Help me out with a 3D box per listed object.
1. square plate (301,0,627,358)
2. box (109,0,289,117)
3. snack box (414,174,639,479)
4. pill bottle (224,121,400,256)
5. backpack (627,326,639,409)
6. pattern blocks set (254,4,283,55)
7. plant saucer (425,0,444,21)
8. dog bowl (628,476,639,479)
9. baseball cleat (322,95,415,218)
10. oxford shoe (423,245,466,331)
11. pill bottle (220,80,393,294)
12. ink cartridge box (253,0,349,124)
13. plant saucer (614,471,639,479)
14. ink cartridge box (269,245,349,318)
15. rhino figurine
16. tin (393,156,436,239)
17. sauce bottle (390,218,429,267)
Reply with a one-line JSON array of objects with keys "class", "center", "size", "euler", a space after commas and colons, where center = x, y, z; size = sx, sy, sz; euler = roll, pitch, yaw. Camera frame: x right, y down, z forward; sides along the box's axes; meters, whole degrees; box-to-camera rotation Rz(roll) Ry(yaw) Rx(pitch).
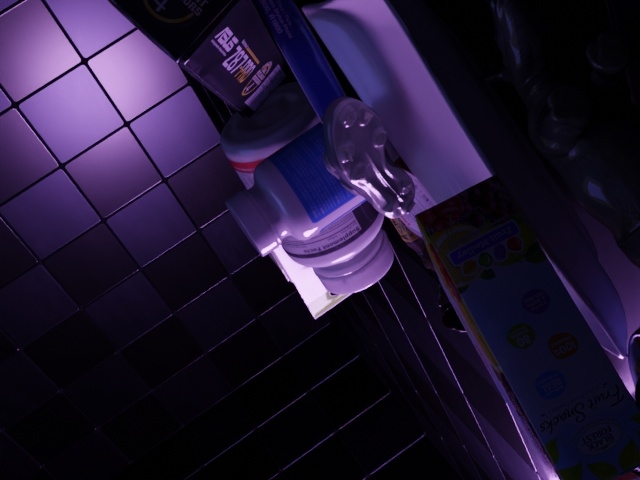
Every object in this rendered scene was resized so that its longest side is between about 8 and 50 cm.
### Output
[{"class": "square plate", "center": [0.119, -0.085, 0.764], "size": [0.344, 0.049, 0.347], "euler": [53, 180, -15]}, {"class": "box", "center": [-0.190, -0.286, 0.907], "size": [0.318, 0.097, 0.395], "euler": [42, -176, 3]}, {"class": "snack box", "center": [0.152, 0.079, 0.620], "size": [0.207, 0.070, 0.174], "euler": [65, -175, 20]}, {"class": "pill bottle", "center": [-0.012, -0.077, 1.144], "size": [0.124, 0.221, 0.124], "euler": [54, 173, 11]}, {"class": "backpack", "center": [0.267, 0.108, 0.563], "size": [0.173, 0.117, 0.158], "euler": [51, 172, 51]}, {"class": "pattern blocks set", "center": [-0.156, -0.404, 1.133], "size": [0.325, 0.026, 0.285], "euler": [49, -168, -30]}, {"class": "plant saucer", "center": [0.074, -0.215, 0.747], "size": [0.119, 0.021, 0.119], "euler": [54, 173, 10]}, {"class": "dog bowl", "center": [0.311, 0.336, 0.705], "size": [0.265, 0.265, 0.104], "euler": [56, 170, -7]}, {"class": "baseball cleat", "center": [0.030, -0.090, 0.912], "size": [0.109, 0.072, 0.206], "euler": [30, 167, 35]}, {"class": "oxford shoe", "center": [0.172, 0.055, 1.047], "size": [0.083, 0.096, 0.227], "euler": [57, 175, -27]}, {"class": "pill bottle", "center": [-0.007, -0.071, 1.329], "size": [0.318, 0.176, 0.176], "euler": [60, 172, -31]}, {"class": "ink cartridge box", "center": [-0.020, -0.224, 1.016], "size": [0.223, 0.045, 0.224], "euler": [58, -173, -26]}, {"class": "plant saucer", "center": [0.434, 0.407, 1.111], "size": [0.258, 0.048, 0.259], "euler": [55, 172, -1]}, {"class": "ink cartridge box", "center": [0.000, 0.000, 1.559], "size": [0.097, 0.189, 0.255], "euler": [48, 170, 41]}, {"class": "rhino figurine", "center": [0.169, -0.076, 0.540], "size": [0.243, 0.073, 0.106], "euler": [56, -179, 23]}, {"class": "tin", "center": [0.121, -0.054, 1.049], "size": [0.106, 0.040, 0.189], "euler": [52, 170, 4]}, {"class": "sauce bottle", "center": [0.130, -0.019, 1.211], "size": [0.128, 0.042, 0.042], "euler": [55, 173, -12]}]
